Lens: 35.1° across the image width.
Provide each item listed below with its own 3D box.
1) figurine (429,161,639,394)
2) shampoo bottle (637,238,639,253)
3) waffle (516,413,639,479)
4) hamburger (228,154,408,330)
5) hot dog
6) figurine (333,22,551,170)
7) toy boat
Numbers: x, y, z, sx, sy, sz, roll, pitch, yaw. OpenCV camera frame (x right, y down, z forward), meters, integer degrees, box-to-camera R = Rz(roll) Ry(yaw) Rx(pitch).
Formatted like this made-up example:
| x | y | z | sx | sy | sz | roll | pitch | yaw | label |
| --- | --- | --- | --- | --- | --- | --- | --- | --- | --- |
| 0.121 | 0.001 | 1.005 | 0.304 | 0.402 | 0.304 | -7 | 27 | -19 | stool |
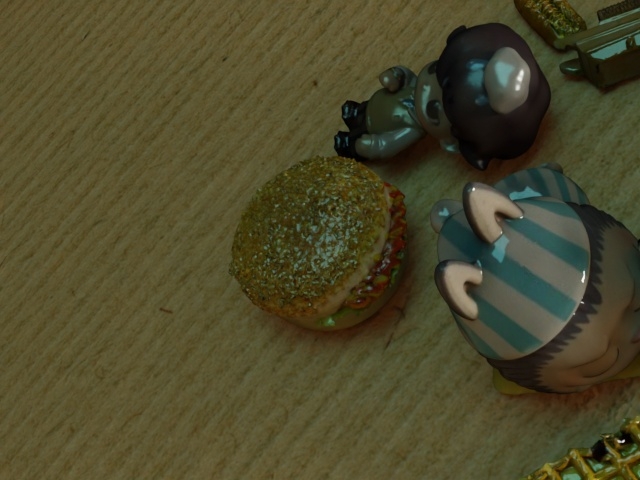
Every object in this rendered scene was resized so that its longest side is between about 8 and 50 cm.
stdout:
| x | y | z | sx | sy | sz | roll | pitch | yaw | label |
| --- | --- | --- | --- | --- | --- | --- | --- | --- | --- |
| 0.270 | -0.007 | 1.297 | 0.266 | 0.377 | 0.361 | -25 | 54 | 12 | figurine |
| 0.466 | 0.115 | 1.178 | 0.071 | 0.153 | 0.284 | -19 | 88 | -15 | shampoo bottle |
| 0.385 | 0.318 | 1.233 | 0.310 | 0.065 | 0.283 | 9 | 66 | 27 | waffle |
| 0.000 | 0.000 | 1.557 | 0.294 | 0.179 | 0.276 | 4 | 63 | 29 | hamburger |
| 0.381 | -0.376 | 1.682 | 0.071 | 0.045 | 0.165 | -31 | 50 | 4 | hot dog |
| 0.180 | -0.228 | 1.592 | 0.365 | 0.206 | 0.218 | -2 | 46 | 29 | figurine |
| 0.515 | -0.332 | 1.556 | 0.310 | 0.089 | 0.115 | -22 | 50 | 15 | toy boat |
